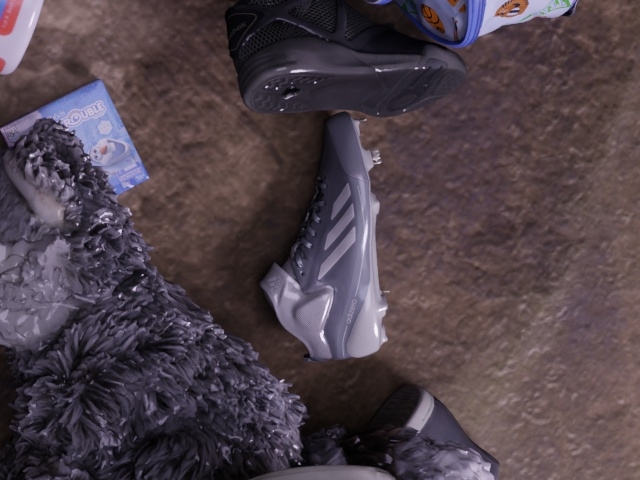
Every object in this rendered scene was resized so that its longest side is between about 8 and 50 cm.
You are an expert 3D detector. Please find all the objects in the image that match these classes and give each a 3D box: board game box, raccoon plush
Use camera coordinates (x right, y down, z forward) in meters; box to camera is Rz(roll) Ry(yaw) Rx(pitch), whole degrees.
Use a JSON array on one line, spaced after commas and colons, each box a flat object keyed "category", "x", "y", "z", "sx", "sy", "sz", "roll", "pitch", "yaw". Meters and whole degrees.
[{"category": "board game box", "x": -0.196, "y": -0.070, "z": 1.282, "sx": 0.090, "sy": 0.020, "sz": 0.090, "roll": -28, "pitch": 104, "yaw": -11}, {"category": "raccoon plush", "x": -0.086, "y": 0.064, "z": 1.240, "sx": 0.446, "sy": 0.216, "sz": 0.299, "roll": 1, "pitch": 97, "yaw": -23}]

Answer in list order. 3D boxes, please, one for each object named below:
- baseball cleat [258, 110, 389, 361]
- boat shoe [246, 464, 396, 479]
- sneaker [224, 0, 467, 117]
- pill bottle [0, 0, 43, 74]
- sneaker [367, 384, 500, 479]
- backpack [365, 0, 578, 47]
[{"category": "baseball cleat", "x": 0.000, "y": 0.000, "z": 1.323, "sx": 0.109, "sy": 0.072, "sz": 0.206, "roll": -8, "pitch": 95, "yaw": -7}, {"category": "boat shoe", "x": -0.063, "y": 0.335, "z": 1.171, "sx": 0.186, "sy": 0.156, "sz": 0.500, "roll": 6, "pitch": 135, "yaw": -28}, {"category": "sneaker", "x": 0.018, "y": -0.168, "z": 1.293, "sx": 0.227, "sy": 0.087, "sz": 0.130, "roll": -2, "pitch": 62, "yaw": -37}, {"category": "pill bottle", "x": -0.314, "y": -0.211, "z": 1.174, "sx": 0.221, "sy": 0.124, "sz": 0.124, "roll": 18, "pitch": 92, "yaw": -18}, {"category": "sneaker", "x": 0.057, "y": 0.243, "z": 1.366, "sx": 0.118, "sy": 0.083, "sz": 0.222, "roll": 41, "pitch": 84, "yaw": -18}, {"category": "backpack", "x": 0.097, "y": -0.281, "z": 1.215, "sx": 0.213, "sy": 0.276, "sz": 0.263, "roll": -21, "pitch": 129, "yaw": -6}]
